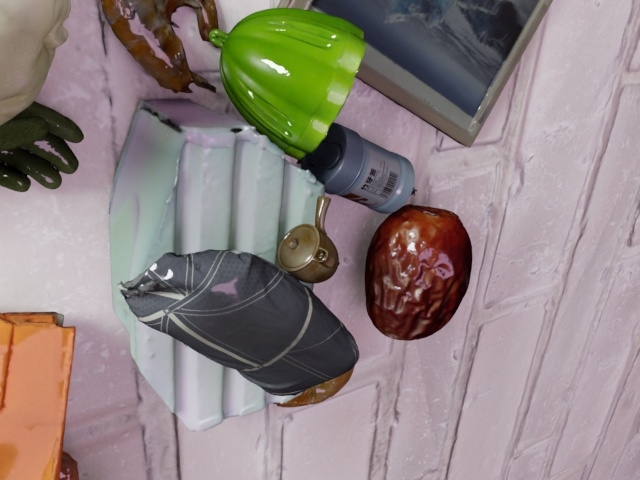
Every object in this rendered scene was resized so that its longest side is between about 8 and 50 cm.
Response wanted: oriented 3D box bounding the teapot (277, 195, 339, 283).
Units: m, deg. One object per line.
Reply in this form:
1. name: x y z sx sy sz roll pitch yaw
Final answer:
1. teapot: 0.000 0.000 0.736 0.080 0.085 0.110 38 71 -45

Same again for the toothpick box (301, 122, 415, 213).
1. toothpick box: 0.059 -0.107 0.898 0.153 0.101 0.101 18 105 -39

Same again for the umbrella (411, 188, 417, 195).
1. umbrella: 0.136 -0.088 1.018 0.083 0.020 0.032 0 77 -34

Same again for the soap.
1. soap: -0.145 0.041 0.808 0.261 0.156 0.447 -10 121 -30

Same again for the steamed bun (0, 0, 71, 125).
1. steamed bun: -0.382 -0.197 0.444 0.237 0.394 0.347 -55 177 37

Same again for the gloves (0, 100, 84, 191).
1. gloves: -0.378 -0.098 0.598 0.268 0.135 0.107 -11 96 -42

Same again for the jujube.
1. jujube: 0.167 0.056 1.018 0.183 0.183 0.243 -6 118 -32

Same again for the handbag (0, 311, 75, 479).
1. handbag: -0.497 0.209 0.627 0.410 0.116 0.304 7 92 -33

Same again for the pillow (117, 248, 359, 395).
1. pillow: -0.083 0.104 0.713 0.161 0.093 0.335 -34 135 15

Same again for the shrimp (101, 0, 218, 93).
1. shrimp: -0.172 -0.256 0.688 0.132 0.051 0.188 -35 127 -12

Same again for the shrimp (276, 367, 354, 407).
1. shrimp: -0.055 0.250 1.058 0.267 0.061 0.145 2 123 -37

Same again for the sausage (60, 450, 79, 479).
1. sausage: -0.460 0.386 0.804 0.254 0.148 0.148 -9 120 -33

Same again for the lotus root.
1. lotus root: -0.058 -0.212 0.719 0.186 0.186 0.186 -16 124 -26

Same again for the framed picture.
1. framed picture: 0.172 -0.363 0.876 0.446 0.028 0.326 19 104 -39
